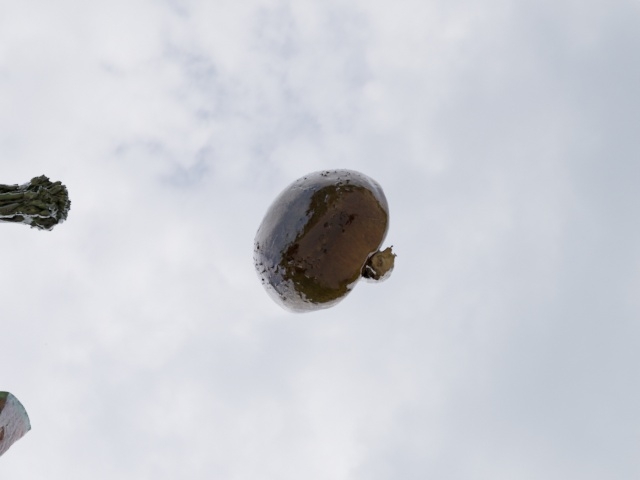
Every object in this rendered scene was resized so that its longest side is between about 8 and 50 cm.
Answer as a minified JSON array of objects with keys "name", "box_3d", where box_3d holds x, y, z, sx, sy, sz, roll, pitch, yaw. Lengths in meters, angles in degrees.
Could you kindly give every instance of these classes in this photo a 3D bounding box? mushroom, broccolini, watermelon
[{"name":"mushroom","box_3d":[0.000,0.000,0.675,0.087,0.127,0.127,43,-110,-38]},{"name":"broccolini","box_3d":[-0.375,-0.044,0.919,0.202,0.091,0.068,2,-78,-35]},{"name":"watermelon","box_3d":[-0.329,0.195,0.828,0.092,0.084,0.072,14,-131,-40]}]
